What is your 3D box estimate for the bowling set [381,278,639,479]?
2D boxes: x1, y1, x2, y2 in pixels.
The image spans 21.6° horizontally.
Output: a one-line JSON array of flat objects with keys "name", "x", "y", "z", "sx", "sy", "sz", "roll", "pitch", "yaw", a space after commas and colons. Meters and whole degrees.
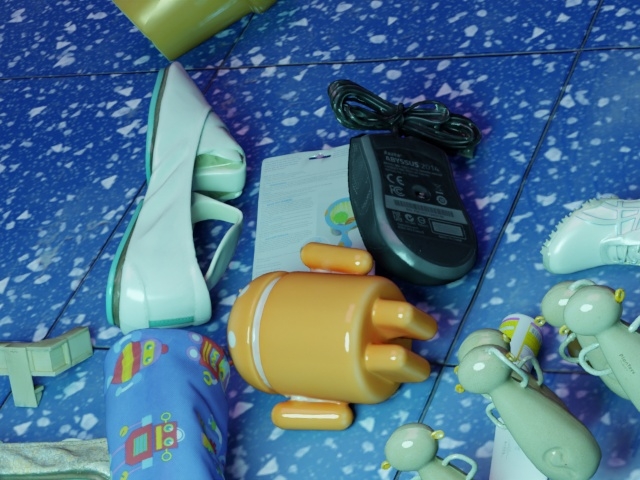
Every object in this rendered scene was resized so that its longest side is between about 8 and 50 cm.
[{"name": "bowling set", "x": 0.186, "y": 0.107, "z": 1.445, "sx": 0.287, "sy": 0.154, "sz": 0.200, "roll": -35, "pitch": 20, "yaw": 27}]

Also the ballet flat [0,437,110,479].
[{"name": "ballet flat", "x": -0.312, "y": 0.241, "z": 1.669, "sx": 0.316, "sy": 0.108, "sz": 0.106, "roll": 0, "pitch": 30, "yaw": 18}]

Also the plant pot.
[{"name": "plant pot", "x": -0.175, "y": -0.346, "z": 2.229, "sx": 0.188, "sy": 0.205, "sz": 0.205, "roll": -44, "pitch": 38, "yaw": 1}]

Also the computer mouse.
[{"name": "computer mouse", "x": 0.093, "y": -0.044, "z": 1.770, "sx": 0.188, "sy": 0.072, "sz": 0.272, "roll": 15, "pitch": 42, "yaw": -21}]

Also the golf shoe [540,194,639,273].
[{"name": "golf shoe", "x": 0.304, "y": -0.004, "z": 1.640, "sx": 0.176, "sy": 0.069, "sz": 0.086, "roll": -26, "pitch": 43, "yaw": 0}]

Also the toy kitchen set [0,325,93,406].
[{"name": "toy kitchen set", "x": -0.302, "y": 0.137, "z": 1.829, "sx": 0.083, "sy": 0.068, "sz": 0.075, "roll": -1, "pitch": 15, "yaw": 29}]

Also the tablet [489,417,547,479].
[{"name": "tablet", "x": 0.182, "y": 0.189, "z": 1.520, "sx": 0.054, "sy": 0.006, "sz": 0.083, "roll": -8, "pitch": 40, "yaw": 20}]

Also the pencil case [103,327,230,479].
[{"name": "pencil case", "x": -0.133, "y": 0.220, "z": 1.533, "sx": 0.119, "sy": 0.133, "sz": 0.306, "roll": -18, "pitch": 45, "yaw": 9}]

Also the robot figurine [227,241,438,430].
[{"name": "robot figurine", "x": 0.001, "y": 0.095, "z": 1.635, "sx": 0.219, "sy": 0.158, "sz": 0.128, "roll": 3, "pitch": 23, "yaw": 31}]

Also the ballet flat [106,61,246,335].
[{"name": "ballet flat", "x": -0.147, "y": -0.046, "z": 1.909, "sx": 0.139, "sy": 0.139, "sz": 0.400, "roll": -11, "pitch": 43, "yaw": 18}]

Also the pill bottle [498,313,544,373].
[{"name": "pill bottle", "x": 0.180, "y": 0.112, "z": 1.583, "sx": 0.043, "sy": 0.043, "sz": 0.083, "roll": 1, "pitch": 44, "yaw": 30}]

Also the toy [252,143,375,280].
[{"name": "toy", "x": 0.000, "y": 0.000, "z": 1.810, "sx": 0.136, "sy": 0.056, "sz": 0.237, "roll": -9, "pitch": 44, "yaw": 14}]
